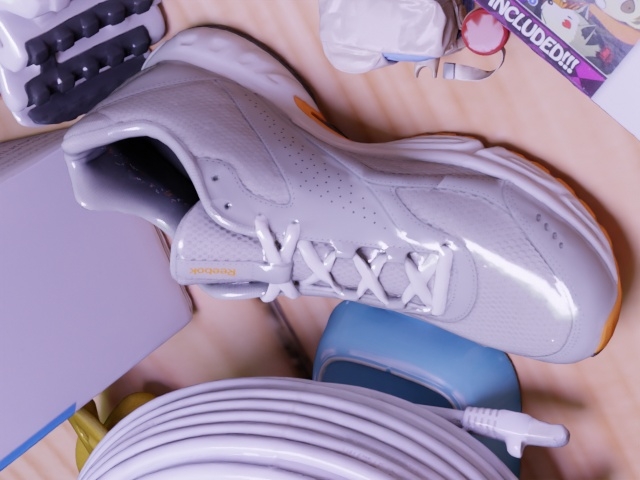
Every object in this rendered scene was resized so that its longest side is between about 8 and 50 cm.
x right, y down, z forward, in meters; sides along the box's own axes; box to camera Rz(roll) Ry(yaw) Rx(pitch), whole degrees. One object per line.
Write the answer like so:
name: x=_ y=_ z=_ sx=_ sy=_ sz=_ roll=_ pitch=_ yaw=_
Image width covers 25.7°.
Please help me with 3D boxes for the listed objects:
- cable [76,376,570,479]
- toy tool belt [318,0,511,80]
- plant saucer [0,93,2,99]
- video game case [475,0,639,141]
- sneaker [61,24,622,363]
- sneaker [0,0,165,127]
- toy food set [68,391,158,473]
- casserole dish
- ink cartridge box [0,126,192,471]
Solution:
cable: x=-0.010 y=0.185 z=0.685 sx=0.257 sy=0.089 sz=0.257 roll=11 pitch=120 yaw=9
toy tool belt: x=0.043 y=-0.093 z=0.592 sx=0.083 sy=0.051 sz=0.052 roll=7 pitch=106 yaw=19
plant saucer: x=-0.190 y=-0.116 z=0.763 sx=0.083 sy=0.013 sz=0.083 roll=18 pitch=127 yaw=26
video game case: x=0.097 y=-0.178 z=0.495 sx=0.232 sy=0.042 sz=0.210 roll=42 pitch=132 yaw=7
sneaker: x=0.000 y=0.000 z=0.623 sx=0.262 sy=0.121 sz=0.099 roll=25 pitch=130 yaw=21
sneaker: x=-0.124 y=-0.179 z=0.605 sx=0.118 sy=0.110 sz=0.292 roll=49 pitch=144 yaw=20
toy food set: x=-0.071 y=0.172 z=0.830 sx=0.217 sy=0.071 sz=0.128 roll=62 pitch=157 yaw=-9
casserole dish: x=0.044 y=0.114 z=0.723 sx=0.114 sy=0.037 sz=0.188 roll=16 pitch=127 yaw=27
ink cartridge box: x=-0.264 y=0.049 z=0.775 sx=0.307 sy=0.223 sz=0.129 roll=-7 pitch=112 yaw=39
